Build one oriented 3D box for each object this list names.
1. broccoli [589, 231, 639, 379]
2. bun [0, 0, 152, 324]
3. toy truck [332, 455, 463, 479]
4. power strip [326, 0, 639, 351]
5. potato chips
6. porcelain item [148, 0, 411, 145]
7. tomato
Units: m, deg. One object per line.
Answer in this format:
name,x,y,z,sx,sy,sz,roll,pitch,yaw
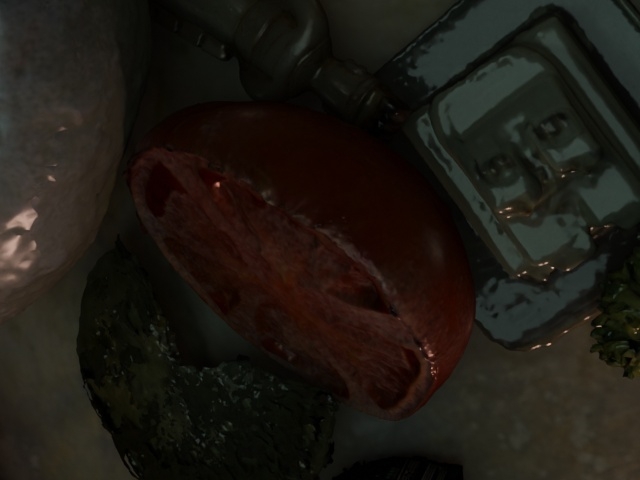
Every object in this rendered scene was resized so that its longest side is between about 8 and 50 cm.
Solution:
broccoli,0.231,0.079,0.585,0.252,0.361,0.221,47,130,20
bun,-0.270,-0.110,0.744,0.361,0.211,0.362,5,108,15
toy truck,0.043,0.275,0.818,0.121,0.088,0.259,3,105,15
power strip,0.129,-0.050,0.729,0.198,0.064,0.213,-39,89,18
potato chips,-0.090,0.105,0.818,0.220,0.029,0.202,51,132,7
porcelain item,-0.031,-0.130,0.741,0.213,0.054,0.084,39,115,15
tomato,0.000,0.000,0.719,0.236,0.237,0.095,38,68,4
